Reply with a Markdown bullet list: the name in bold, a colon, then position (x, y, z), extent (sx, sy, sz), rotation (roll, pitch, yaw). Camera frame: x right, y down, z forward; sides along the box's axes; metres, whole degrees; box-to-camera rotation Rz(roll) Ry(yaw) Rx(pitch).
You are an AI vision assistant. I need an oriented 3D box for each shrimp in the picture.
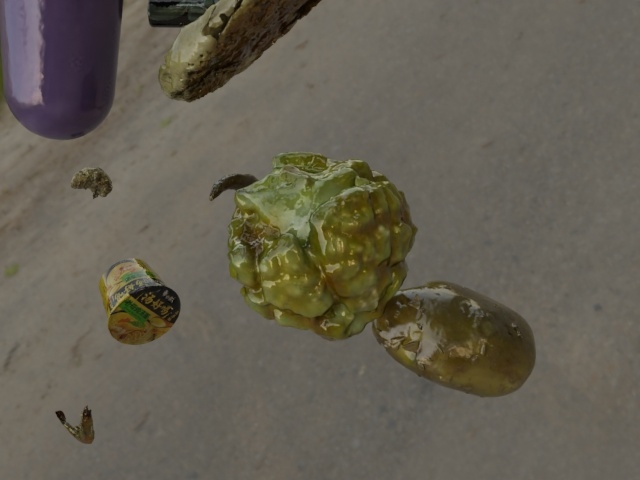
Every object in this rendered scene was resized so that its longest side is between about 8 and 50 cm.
- **shrimp**: position (-0.435, 0.317, 1.764), extent (0.083, 0.114, 0.023), rotation (29, 47, 12)

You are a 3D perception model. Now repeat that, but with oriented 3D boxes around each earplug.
- **earplug**: position (-0.399, -0.380, 1.527), extent (0.215, 0.455, 0.215), rotation (5, 16, -2)

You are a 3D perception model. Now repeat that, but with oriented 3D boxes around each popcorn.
- **popcorn**: position (0.004, -0.004, 1.510), extent (0.279, 0.274, 0.335), rotation (-25, 15, 34)

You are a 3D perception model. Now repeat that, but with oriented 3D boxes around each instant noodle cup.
- **instant noodle cup**: position (-0.368, 0.116, 1.990), extent (0.151, 0.151, 0.122), rotation (-35, 45, -3)

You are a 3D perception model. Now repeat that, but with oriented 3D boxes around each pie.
- **pie**: position (-0.085, -0.261, 1.194), extent (0.274, 0.055, 0.274), rotation (-38, 1, 1)

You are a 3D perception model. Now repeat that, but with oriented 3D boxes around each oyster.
- **oyster**: position (-0.407, -0.093, 1.785), extent (0.038, 0.080, 0.083), rotation (40, 44, 23)

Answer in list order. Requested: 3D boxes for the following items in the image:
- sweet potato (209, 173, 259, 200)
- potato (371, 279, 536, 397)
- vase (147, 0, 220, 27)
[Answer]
- **sweet potato**: position (-0.139, -0.095, 1.697), extent (0.038, 0.041, 0.153), rotation (6, 11, 29)
- **potato**: position (0.222, 0.155, 1.622), extent (0.191, 0.296, 0.141), rotation (-94, 24, -44)
- **vase**: position (-0.194, -0.401, 1.749), extent (0.211, 0.060, 0.060), rotation (1, 34, -1)
